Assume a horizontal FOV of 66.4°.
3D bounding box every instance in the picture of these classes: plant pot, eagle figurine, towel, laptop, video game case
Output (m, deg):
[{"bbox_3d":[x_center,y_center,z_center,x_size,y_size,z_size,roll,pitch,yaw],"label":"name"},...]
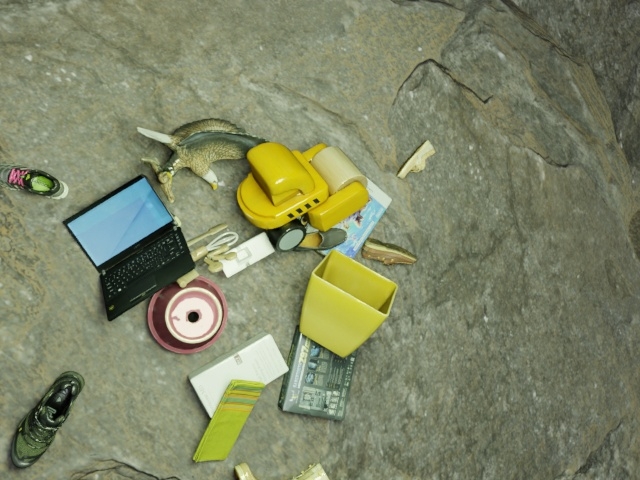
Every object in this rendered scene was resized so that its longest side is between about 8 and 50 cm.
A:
[{"bbox_3d":[0.059,0.178,1.304,0.212,0.212,0.187,29,111,6],"label":"plant pot"},{"bbox_3d":[-0.320,0.181,1.204,0.201,0.180,0.202,3,82,-21],"label":"plant pot"},{"bbox_3d":[-0.294,-0.230,1.261,0.298,0.225,0.226,-35,76,-9],"label":"eagle figurine"},{"bbox_3d":[-0.227,0.455,1.226,0.102,0.021,0.237,20,101,-39],"label":"towel"},{"bbox_3d":[-0.457,0.010,1.162,0.234,0.264,0.137,-32,136,-3],"label":"laptop"},{"bbox_3d":[0.044,-0.091,1.434,0.244,0.061,0.270,38,73,-11],"label":"video game case"}]

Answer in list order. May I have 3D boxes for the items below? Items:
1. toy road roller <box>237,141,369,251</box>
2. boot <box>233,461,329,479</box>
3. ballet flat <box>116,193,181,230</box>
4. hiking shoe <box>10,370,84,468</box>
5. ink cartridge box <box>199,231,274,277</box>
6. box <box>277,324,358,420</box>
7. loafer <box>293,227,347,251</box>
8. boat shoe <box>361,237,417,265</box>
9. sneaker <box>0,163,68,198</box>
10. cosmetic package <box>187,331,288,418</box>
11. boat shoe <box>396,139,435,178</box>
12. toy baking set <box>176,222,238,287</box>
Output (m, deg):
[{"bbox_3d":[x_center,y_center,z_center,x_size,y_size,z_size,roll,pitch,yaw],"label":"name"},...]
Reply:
[{"bbox_3d":[-0.051,-0.149,1.234,0.329,0.241,0.203,-31,60,-12],"label":"toy road roller"},{"bbox_3d":[-0.088,0.643,1.280,0.203,0.095,0.262,-34,97,-20],"label":"boot"},{"bbox_3d":[-0.443,-0.068,1.257,0.173,0.049,0.058,23,76,-16],"label":"ballet flat"},{"bbox_3d":[-0.624,0.405,1.100,0.086,0.114,0.227,30,75,-14],"label":"hiking shoe"},{"bbox_3d":[-0.223,0.048,1.296,0.180,0.104,0.060,-30,97,-20],"label":"ink cartridge box"},{"bbox_3d":[-0.003,0.367,1.363,0.183,0.059,0.233,16,79,-19],"label":"box"},{"bbox_3d":[0.000,0.000,1.344,0.169,0.061,0.062,-13,92,-17],"label":"loafer"},{"bbox_3d":[0.206,0.044,1.484,0.177,0.064,0.060,16,109,-16],"label":"boat shoe"},{"bbox_3d":[-0.694,-0.146,1.160,0.170,0.074,0.063,18,78,-17],"label":"sneaker"},{"bbox_3d":[-0.214,0.346,1.275,0.231,0.085,0.118,-29,95,-22],"label":"cosmetic package"},{"bbox_3d":[0.308,-0.248,1.549,0.059,0.063,0.170,44,71,-4],"label":"boat shoe"},{"bbox_3d":[-0.303,0.039,1.235,0.196,0.256,0.030,-15,120,-2],"label":"toy baking set"}]
